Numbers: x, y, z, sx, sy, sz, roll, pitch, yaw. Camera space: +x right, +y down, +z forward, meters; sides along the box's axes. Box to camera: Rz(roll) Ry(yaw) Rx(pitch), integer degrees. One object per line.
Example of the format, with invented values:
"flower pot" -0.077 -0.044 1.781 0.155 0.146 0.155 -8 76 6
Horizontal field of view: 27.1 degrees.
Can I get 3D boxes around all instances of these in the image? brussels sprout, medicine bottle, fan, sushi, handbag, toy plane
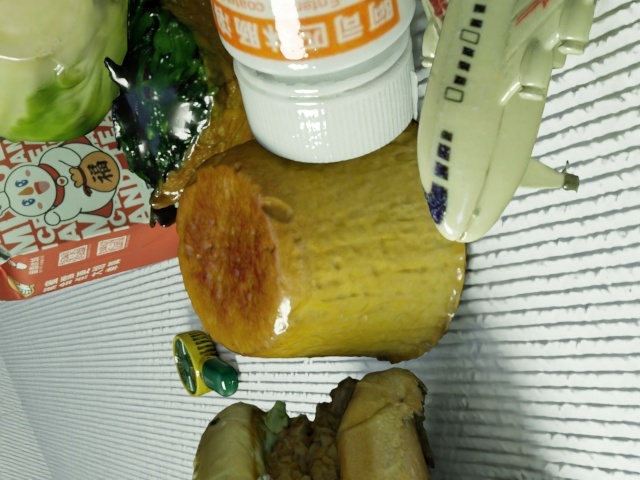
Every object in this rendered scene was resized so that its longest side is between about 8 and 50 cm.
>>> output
"brussels sprout" -0.323 -0.249 1.420 0.315 0.276 0.371 -56 12 15
"medicine bottle" -0.008 -0.185 0.884 0.144 0.144 0.252 53 162 43
"fan" -0.137 0.158 1.628 0.155 0.039 0.082 20 122 63
"sushi" -0.139 -0.160 1.274 0.149 0.140 0.287 -148 45 -69
"handbag" -0.311 -0.040 1.564 0.151 0.298 0.171 119 132 -62
"toy plane" 0.104 -0.127 0.734 0.242 0.104 0.256 -171 82 -64

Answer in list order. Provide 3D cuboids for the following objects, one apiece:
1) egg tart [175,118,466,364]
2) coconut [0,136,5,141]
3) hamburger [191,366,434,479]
"egg tart" 0.000 0.000 1.006 0.215 0.171 0.215 17 112 49
"coconut" -0.444 -0.116 1.791 0.360 0.346 0.346 35 137 47
"hamburger" 0.019 0.244 1.016 0.318 0.195 0.277 -7 -101 -83
